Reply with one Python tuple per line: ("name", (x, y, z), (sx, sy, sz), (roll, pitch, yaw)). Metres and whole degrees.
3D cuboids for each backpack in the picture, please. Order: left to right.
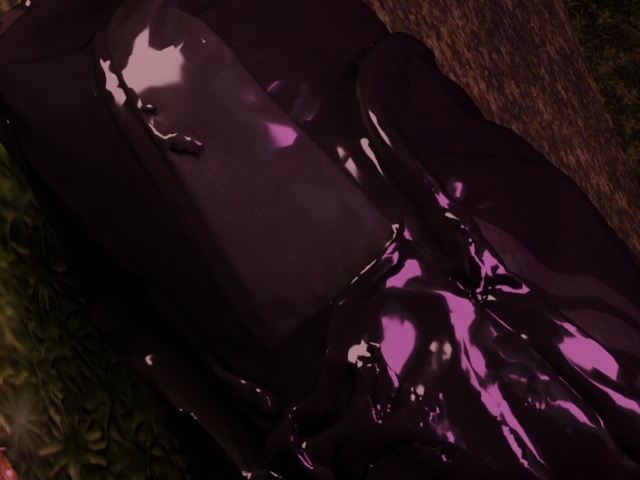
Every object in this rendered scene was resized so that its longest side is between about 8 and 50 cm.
("backpack", (0.000, 0.000, 0.720), (0.446, 0.255, 0.363), (48, 20, -2))

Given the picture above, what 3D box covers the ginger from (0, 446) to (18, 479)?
("ginger", (-0.191, 0.126, 0.460), (0.157, 0.102, 0.216), (21, 49, -21))
